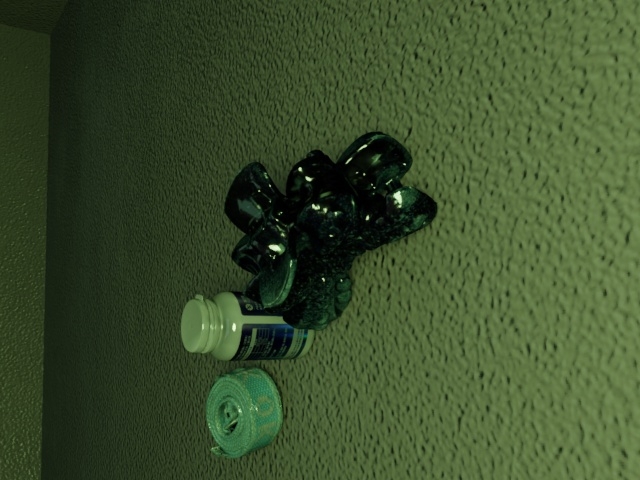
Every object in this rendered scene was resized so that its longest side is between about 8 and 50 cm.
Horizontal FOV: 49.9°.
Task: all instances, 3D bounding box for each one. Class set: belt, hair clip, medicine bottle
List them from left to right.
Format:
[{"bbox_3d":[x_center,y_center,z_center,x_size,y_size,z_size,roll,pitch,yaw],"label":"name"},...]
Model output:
[{"bbox_3d":[-0.130,0.292,1.173,0.163,0.082,0.147,-16,83,51],"label":"belt"},{"bbox_3d":[-0.112,0.133,1.067,0.107,0.192,0.106,-11,76,55],"label":"medicine bottle"},{"bbox_3d":[-0.003,-0.002,0.910,0.310,0.206,0.194,-52,46,38],"label":"hair clip"}]
